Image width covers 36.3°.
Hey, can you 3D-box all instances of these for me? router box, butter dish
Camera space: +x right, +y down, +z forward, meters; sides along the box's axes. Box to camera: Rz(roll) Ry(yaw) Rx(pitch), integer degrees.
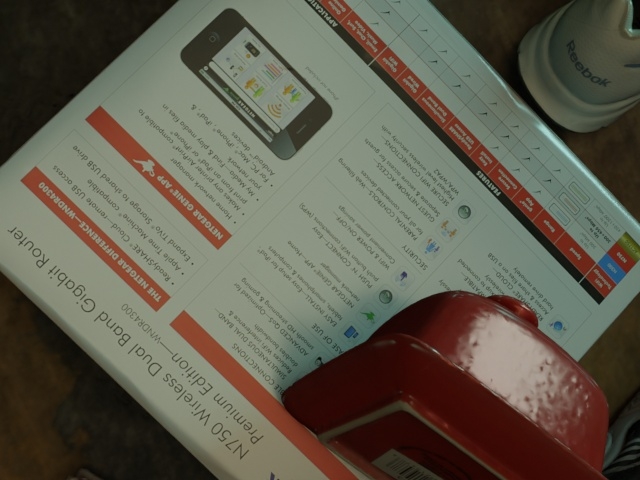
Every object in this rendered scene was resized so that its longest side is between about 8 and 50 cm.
[{"bbox_3d":[0.000,0.000,0.620,0.301,0.082,0.335,-45,96,-10],"label":"router box"},{"bbox_3d":[0.084,0.081,0.530,0.160,0.160,0.118,37,58,-8],"label":"butter dish"}]

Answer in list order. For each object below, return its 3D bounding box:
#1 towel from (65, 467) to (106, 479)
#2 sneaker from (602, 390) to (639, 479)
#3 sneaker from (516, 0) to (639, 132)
[{"bbox_3d":[-0.094,0.351,0.599,0.332,0.053,0.316,32,81,-9],"label":"towel"},{"bbox_3d":[0.272,0.201,0.632,0.366,0.137,0.210,-40,89,-5],"label":"sneaker"},{"bbox_3d":[0.270,-0.184,0.657,0.297,0.129,0.111,-43,92,-16],"label":"sneaker"}]
